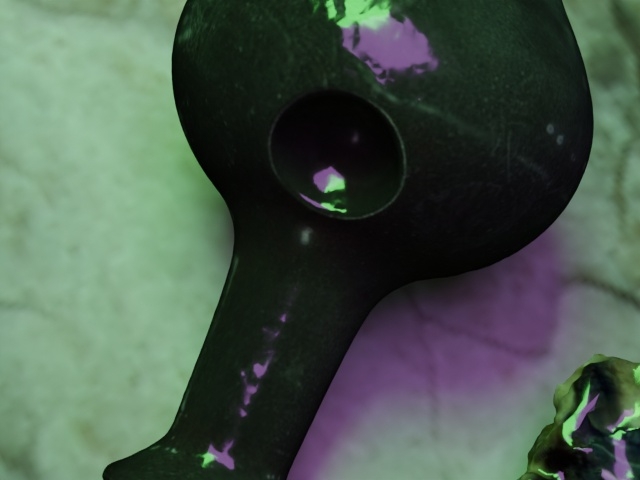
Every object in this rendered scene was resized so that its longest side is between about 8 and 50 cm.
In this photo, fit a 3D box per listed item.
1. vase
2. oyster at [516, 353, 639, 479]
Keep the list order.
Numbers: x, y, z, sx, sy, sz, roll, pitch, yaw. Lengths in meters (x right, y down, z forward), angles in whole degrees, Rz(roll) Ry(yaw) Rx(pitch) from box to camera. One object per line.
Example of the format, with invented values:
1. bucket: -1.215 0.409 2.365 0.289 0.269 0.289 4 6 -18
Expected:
1. vase: 0.000 0.000 0.461 0.120 0.120 0.183 22 85 5
2. oyster: 0.096 0.111 0.445 0.103 0.051 0.148 -41 86 -11
